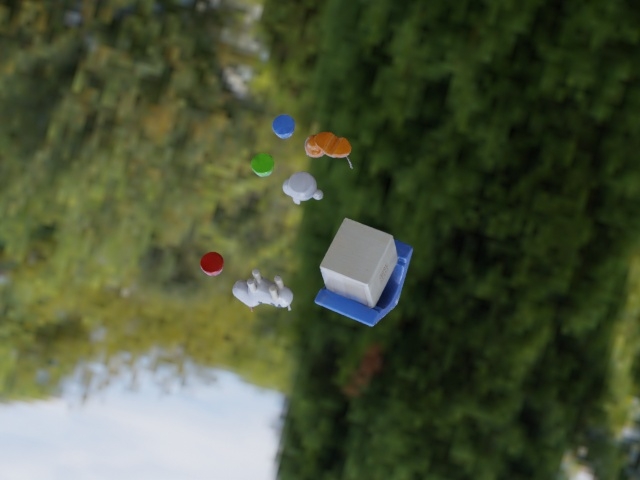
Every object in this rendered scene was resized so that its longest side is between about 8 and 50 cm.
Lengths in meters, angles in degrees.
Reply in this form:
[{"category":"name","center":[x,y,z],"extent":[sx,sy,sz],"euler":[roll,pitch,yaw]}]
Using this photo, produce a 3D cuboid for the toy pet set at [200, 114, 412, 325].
[{"category":"toy pet set","center":[0.000,0.000,1.297],"extent":[0.114,0.122,0.065],"euler":[22,160,17]}]
